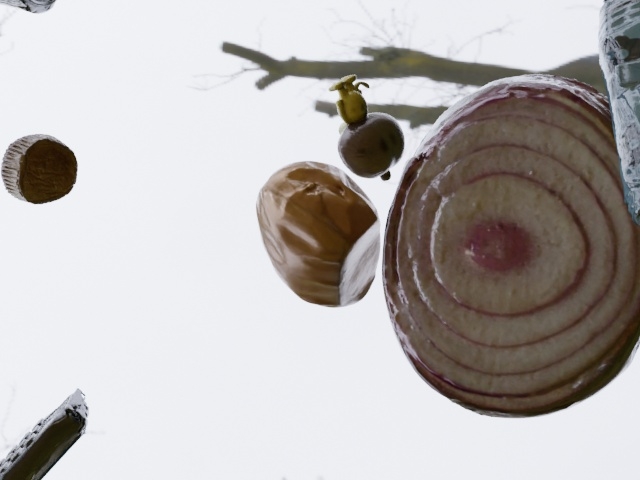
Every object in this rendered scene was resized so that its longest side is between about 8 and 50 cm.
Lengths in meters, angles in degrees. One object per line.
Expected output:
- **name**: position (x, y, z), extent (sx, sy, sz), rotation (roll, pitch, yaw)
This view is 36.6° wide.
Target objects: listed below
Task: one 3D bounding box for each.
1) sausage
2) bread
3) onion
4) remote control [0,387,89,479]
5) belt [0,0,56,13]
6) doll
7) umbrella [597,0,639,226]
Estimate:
- **sausage**: position (0.001, 0.000, 1.120), extent (0.120, 0.136, 0.241), rotation (-49, -23, -20)
- **bread**: position (-0.322, -0.083, 1.100), extent (0.085, 0.053, 0.085), rotation (-22, -59, -41)
- **onion**: position (0.223, 0.005, 0.984), extent (0.260, 0.282, 0.336), rotation (-12, -72, -64)
- **remote control**: position (-0.471, 0.377, 1.369), extent (0.062, 0.144, 0.399), rotation (43, -90, -9)
- **belt**: position (-0.263, -0.255, 0.838), extent (0.058, 0.140, 0.105), rotation (12, -89, 7)
- **doll**: position (0.080, -0.194, 1.684), extent (0.145, 0.096, 0.188), rotation (-7, -97, -48)
- **umbrella**: position (0.225, -0.117, 0.678), extent (0.053, 0.052, 0.250), rotation (65, -158, -53)
